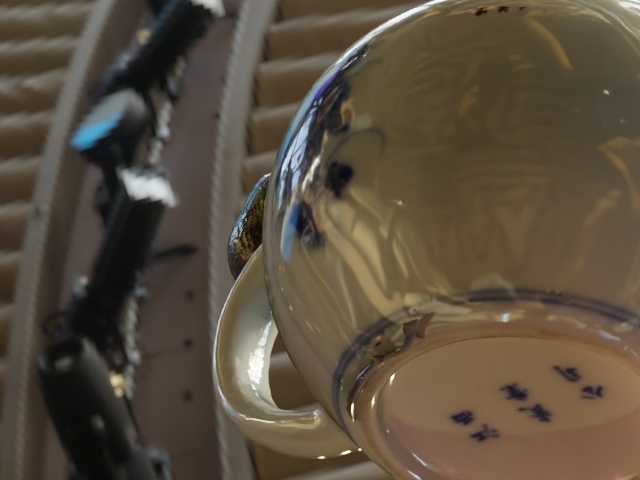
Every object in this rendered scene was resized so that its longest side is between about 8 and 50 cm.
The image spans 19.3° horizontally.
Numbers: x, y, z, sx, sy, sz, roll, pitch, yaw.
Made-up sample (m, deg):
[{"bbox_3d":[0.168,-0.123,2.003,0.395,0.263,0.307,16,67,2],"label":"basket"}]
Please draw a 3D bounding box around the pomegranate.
[{"bbox_3d":[0.005,0.008,1.474,0.138,0.125,0.163,-49,-144,-19],"label":"pomegranate"}]

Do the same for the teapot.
[{"bbox_3d":[0.102,-0.020,0.881,0.424,0.252,0.280,-30,-144,36],"label":"teapot"}]
